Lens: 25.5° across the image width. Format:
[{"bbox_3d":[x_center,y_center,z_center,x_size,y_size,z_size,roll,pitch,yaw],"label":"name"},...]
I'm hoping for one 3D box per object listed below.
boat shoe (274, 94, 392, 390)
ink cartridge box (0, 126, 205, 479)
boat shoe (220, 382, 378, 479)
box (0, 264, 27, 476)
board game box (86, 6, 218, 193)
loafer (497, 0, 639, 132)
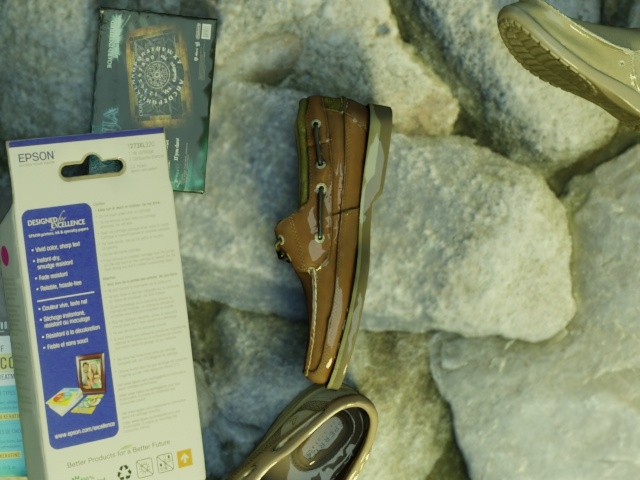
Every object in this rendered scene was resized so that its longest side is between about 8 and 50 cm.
[{"bbox_3d":[0.000,0.000,1.485,0.104,0.111,0.307,9,79,-7],"label":"boat shoe"},{"bbox_3d":[-0.222,0.078,1.418,0.175,0.069,0.371,-9,97,-34],"label":"ink cartridge box"},{"bbox_3d":[-0.063,0.291,1.463,0.121,0.110,0.341,36,84,-9],"label":"boat shoe"},{"bbox_3d":[-0.329,0.116,1.438,0.100,0.060,0.244,-3,91,-11],"label":"box"},{"bbox_3d":[-0.177,-0.146,1.483,0.126,0.026,0.186,5,90,-10],"label":"board game box"},{"bbox_3d":[0.312,-0.198,1.544,0.268,0.102,0.092,30,83,-19],"label":"loafer"}]
